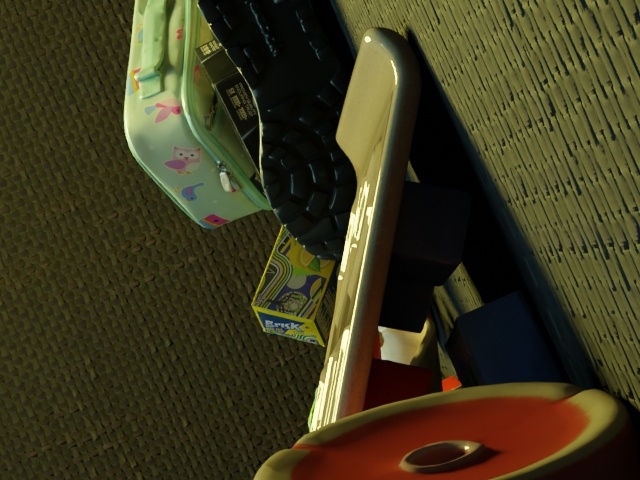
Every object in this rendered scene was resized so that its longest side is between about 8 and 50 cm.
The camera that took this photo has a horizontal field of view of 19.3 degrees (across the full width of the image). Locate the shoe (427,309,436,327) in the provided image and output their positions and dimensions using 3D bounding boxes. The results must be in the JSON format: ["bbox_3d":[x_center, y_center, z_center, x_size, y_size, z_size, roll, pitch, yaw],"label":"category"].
[{"bbox_3d":[0.062,0.044,1.752,0.219,0.058,0.076,71,174,-59],"label":"shoe"}]

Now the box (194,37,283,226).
[{"bbox_3d":[-0.046,-0.115,1.887,0.180,0.077,0.147,64,178,-21],"label":"box"}]

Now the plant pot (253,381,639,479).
[{"bbox_3d":[0.084,0.216,0.966,0.275,0.275,0.243,-129,26,-79],"label":"plant pot"}]

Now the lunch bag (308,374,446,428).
[{"bbox_3d":[0.090,0.248,1.944,0.262,0.160,0.223,-89,-24,-83],"label":"lunch bag"}]

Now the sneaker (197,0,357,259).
[{"bbox_3d":[-0.010,-0.127,1.552,0.124,0.107,0.283,-65,-43,-75],"label":"sneaker"}]

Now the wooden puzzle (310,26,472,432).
[{"bbox_3d":[0.040,0.066,1.257,0.322,0.080,0.348,105,171,-80],"label":"wooden puzzle"}]

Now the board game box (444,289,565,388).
[{"bbox_3d":[0.143,0.143,1.176,0.160,0.047,0.210,85,162,-81],"label":"board game box"}]

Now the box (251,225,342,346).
[{"bbox_3d":[0.000,0.000,1.603,0.054,0.059,0.169,72,-145,-60],"label":"box"}]

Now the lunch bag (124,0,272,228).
[{"bbox_3d":[-0.123,-0.167,2.051,0.224,0.108,0.279,54,-152,-49],"label":"lunch bag"}]

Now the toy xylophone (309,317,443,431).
[{"bbox_3d":[0.039,0.143,1.578,0.322,0.081,0.236,-43,-50,-67],"label":"toy xylophone"}]

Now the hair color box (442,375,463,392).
[{"bbox_3d":[0.122,0.224,1.782,0.053,0.093,0.167,-130,15,-81],"label":"hair color box"}]
